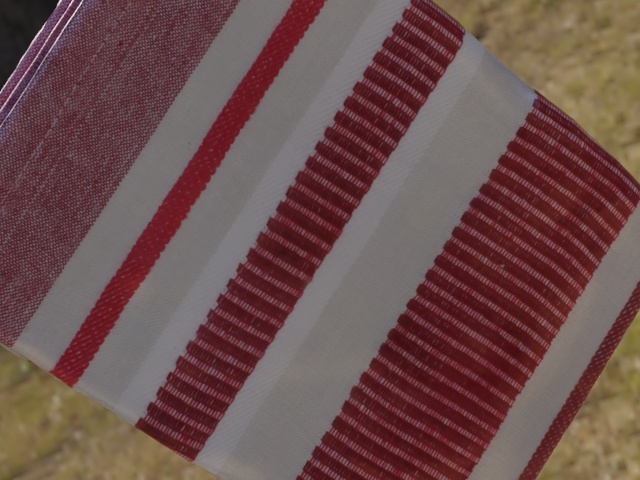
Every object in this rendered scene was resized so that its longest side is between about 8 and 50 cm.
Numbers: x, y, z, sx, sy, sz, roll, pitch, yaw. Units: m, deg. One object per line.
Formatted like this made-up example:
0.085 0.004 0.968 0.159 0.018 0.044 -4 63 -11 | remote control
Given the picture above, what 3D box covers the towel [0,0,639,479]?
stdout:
0.000 0.000 0.875 0.237 0.329 0.037 -57 27 -6 | towel
